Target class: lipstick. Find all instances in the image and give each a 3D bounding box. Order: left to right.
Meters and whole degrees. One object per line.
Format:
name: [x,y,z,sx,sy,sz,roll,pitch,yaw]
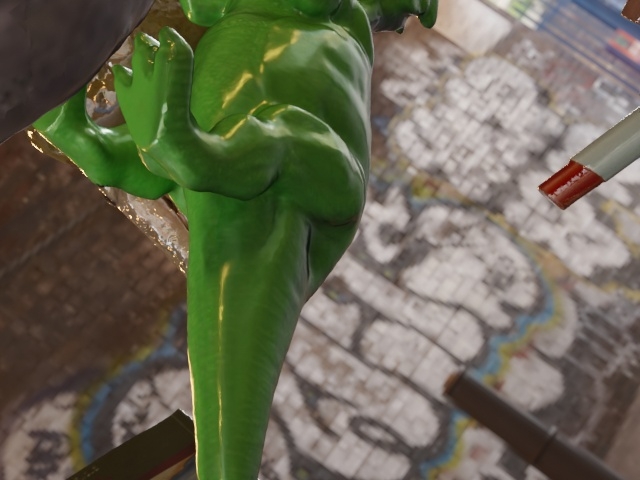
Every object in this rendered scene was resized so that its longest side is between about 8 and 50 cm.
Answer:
lipstick: [0.323,-0.117,1.271,0.274,0.068,0.061,-38,-44,20]

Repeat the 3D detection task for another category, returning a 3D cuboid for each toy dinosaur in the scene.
toy dinosaur: [0.000,0.000,0.820,0.144,0.500,0.374,-17,-4,36]

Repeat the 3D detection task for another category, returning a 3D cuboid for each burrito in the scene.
burrito: [-0.182,-0.033,1.478,0.060,0.226,0.087,-45,-2,5]

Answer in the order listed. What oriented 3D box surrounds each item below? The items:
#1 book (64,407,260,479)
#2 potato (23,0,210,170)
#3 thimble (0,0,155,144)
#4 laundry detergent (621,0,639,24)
book: [-0.142,0.244,1.103,0.201,0.026,0.289,-31,26,-20]
potato: [-0.129,-0.133,0.974,0.200,0.137,0.155,-15,-52,-30]
thimble: [-0.159,-0.123,0.360,0.245,0.217,0.157,-13,-43,-10]
laundry detergent: [0.310,-0.260,0.975,0.171,0.076,0.237,-5,-56,-56]
